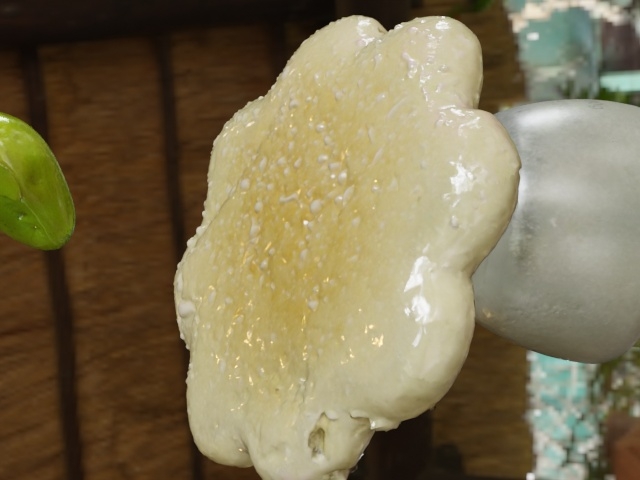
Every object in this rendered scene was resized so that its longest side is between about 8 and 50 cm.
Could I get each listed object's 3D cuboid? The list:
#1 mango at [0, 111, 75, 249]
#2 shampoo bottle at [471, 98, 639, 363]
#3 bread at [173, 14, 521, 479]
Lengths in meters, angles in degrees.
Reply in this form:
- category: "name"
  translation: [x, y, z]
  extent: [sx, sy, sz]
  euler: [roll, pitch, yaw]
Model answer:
- category: "mango"
  translation: [-0.204, -0.038, 0.944]
  extent: [0.108, 0.073, 0.056]
  euler: [57, -138, -23]
- category: "shampoo bottle"
  translation: [0.312, -0.015, 1.727]
  extent: [0.322, 0.317, 0.322]
  euler: [-168, 90, -76]
- category: "bread"
  translation: [0.000, 0.000, 0.863]
  extent: [0.054, 0.316, 0.316]
  euler: [19, -110, -34]
